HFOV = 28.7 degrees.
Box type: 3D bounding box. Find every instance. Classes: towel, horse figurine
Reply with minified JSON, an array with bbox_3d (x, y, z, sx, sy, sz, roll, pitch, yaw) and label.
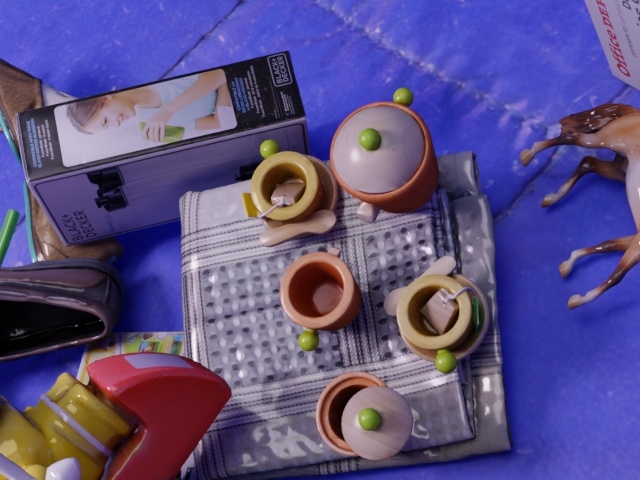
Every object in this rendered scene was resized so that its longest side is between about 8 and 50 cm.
[{"bbox_3d":[0.016,0.068,1.213,0.324,0.056,0.312,-10,69,14],"label":"towel"},{"bbox_3d":[0.297,-0.043,1.200,0.174,0.066,0.263,-23,55,17],"label":"horse figurine"}]

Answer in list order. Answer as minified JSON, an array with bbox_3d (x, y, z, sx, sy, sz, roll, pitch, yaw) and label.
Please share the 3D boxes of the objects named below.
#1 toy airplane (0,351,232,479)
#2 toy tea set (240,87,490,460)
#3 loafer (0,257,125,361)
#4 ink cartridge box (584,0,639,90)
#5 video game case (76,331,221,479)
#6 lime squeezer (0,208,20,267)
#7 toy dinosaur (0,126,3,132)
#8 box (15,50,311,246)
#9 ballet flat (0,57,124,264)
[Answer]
[{"bbox_3d":[-0.302,0.227,1.075,0.386,0.272,0.384,-12,25,24],"label":"toy airplane"},{"bbox_3d":[0.038,0.026,1.128,0.200,0.124,0.336,-22,69,12],"label":"toy tea set"},{"bbox_3d":[-0.362,0.085,1.344,0.302,0.109,0.095,-10,27,-4],"label":"loafer"},{"bbox_3d":[0.390,-0.191,1.159,0.121,0.211,0.289,-46,51,-6],"label":"ink cartridge box"},{"bbox_3d":[-0.177,0.200,1.293,0.206,0.026,0.227,-2,60,24],"label":"video game case"},{"bbox_3d":[-0.434,0.106,1.451,0.310,0.059,0.110,-46,36,8],"label":"lime squeezer"},{"bbox_3d":[-0.415,-0.161,1.613,0.211,0.064,0.112,-2,60,25],"label":"toy dinosaur"},{"bbox_3d":[-0.158,-0.093,1.331,0.289,0.169,0.087,-13,67,-4],"label":"box"},{"bbox_3d":[-0.308,-0.096,1.485,0.124,0.116,0.342,-21,59,-4],"label":"ballet flat"}]
